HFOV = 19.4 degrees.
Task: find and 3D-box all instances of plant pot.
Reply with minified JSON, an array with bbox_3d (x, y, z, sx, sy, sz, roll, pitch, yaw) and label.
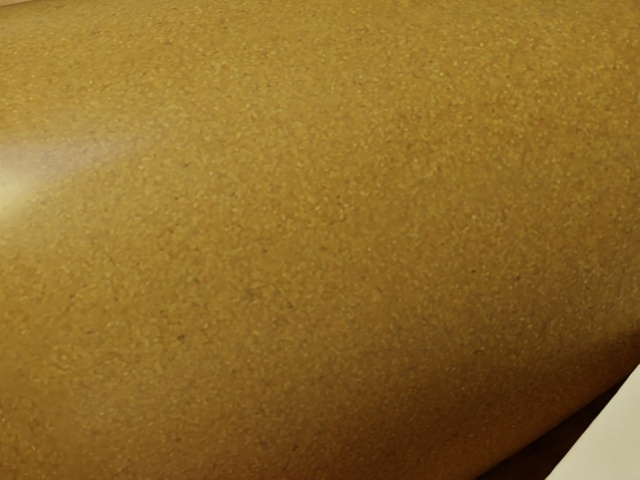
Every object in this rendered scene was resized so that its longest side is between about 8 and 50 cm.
[{"bbox_3d":[0.000,0.000,0.644,0.254,0.237,0.237,-19,31,6],"label":"plant pot"}]

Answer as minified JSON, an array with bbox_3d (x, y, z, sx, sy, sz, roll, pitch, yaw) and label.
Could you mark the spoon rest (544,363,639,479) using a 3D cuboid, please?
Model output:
[{"bbox_3d":[0.108,0.082,0.515,0.276,0.084,0.137,-47,30,-15],"label":"spoon rest"}]
